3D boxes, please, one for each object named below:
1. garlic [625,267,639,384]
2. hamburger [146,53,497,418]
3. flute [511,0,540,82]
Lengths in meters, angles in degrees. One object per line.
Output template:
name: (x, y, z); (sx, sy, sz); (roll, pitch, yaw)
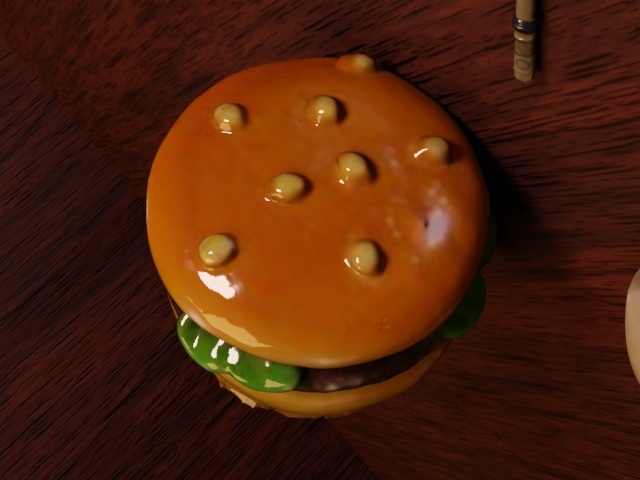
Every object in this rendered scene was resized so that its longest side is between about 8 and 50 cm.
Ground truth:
garlic: (0.345, 0.060, 0.847); (0.184, 0.203, 0.281); (22, 152, 11)
hamburger: (0.000, 0.000, 1.176); (0.396, 0.396, 0.277); (40, 160, 17)
flute: (0.175, -0.217, 0.900); (0.027, 0.027, 0.233); (36, 159, 28)
